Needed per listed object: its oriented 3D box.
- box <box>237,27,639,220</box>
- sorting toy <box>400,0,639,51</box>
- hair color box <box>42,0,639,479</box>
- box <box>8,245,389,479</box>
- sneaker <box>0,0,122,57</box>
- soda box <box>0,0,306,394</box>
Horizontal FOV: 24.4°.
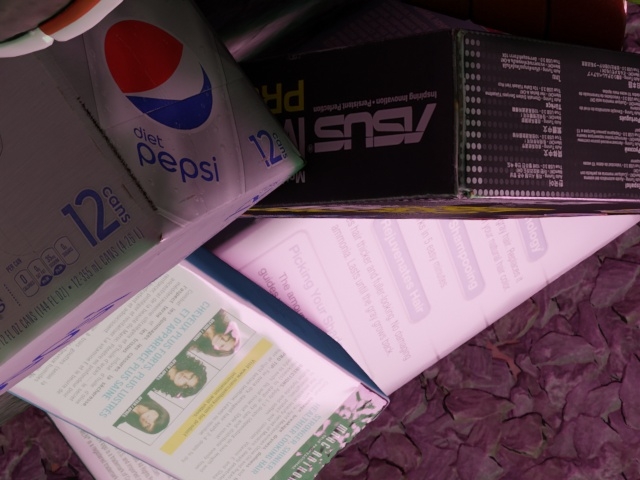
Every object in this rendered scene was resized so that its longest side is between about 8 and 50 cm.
[{"bbox_3d":[0.068,-0.040,0.647,0.270,0.060,0.216,-1,180,-44],"label":"box"},{"bbox_3d":[0.045,-0.128,0.478,0.126,0.127,0.365,-7,178,4],"label":"sorting toy"},{"bbox_3d":[0.000,0.000,0.882,0.374,0.113,0.185,-33,135,-9],"label":"hair color box"},{"bbox_3d":[-0.076,0.055,0.747,0.100,0.060,0.244,-46,135,5],"label":"box"},{"bbox_3d":[-0.053,-0.091,0.276,0.065,0.061,0.158,3,152,-38],"label":"sneaker"},{"bbox_3d":[-0.146,0.018,0.566,0.286,0.091,0.098,-35,179,34],"label":"soda box"}]
